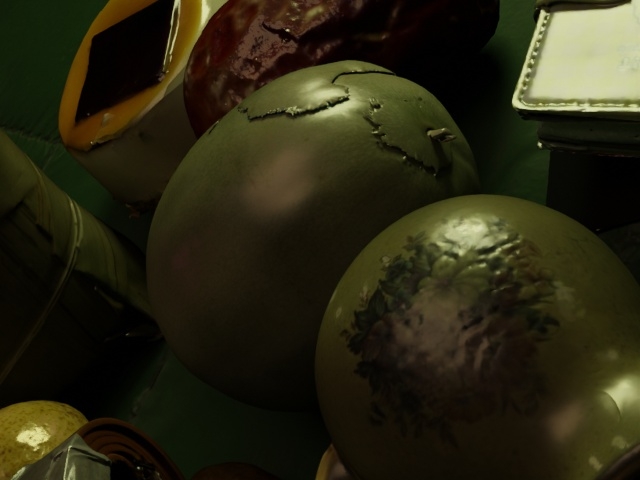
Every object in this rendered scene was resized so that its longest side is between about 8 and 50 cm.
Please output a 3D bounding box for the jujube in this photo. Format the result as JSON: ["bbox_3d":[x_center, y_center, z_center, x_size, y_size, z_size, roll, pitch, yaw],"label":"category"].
[{"bbox_3d":[0.016,-0.180,1.307,0.318,0.223,0.223,-33,40,15],"label":"jujube"}]

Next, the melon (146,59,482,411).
[{"bbox_3d":[0.000,0.000,1.128,0.330,0.268,0.268,-46,34,35],"label":"melon"}]

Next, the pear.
[{"bbox_3d":[-0.290,0.244,1.346,0.178,0.178,0.178,-28,43,30],"label":"pear"}]

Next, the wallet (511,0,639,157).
[{"bbox_3d":[0.293,-0.211,1.108,0.223,0.077,0.309,2,60,30],"label":"wallet"}]

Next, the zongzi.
[{"bbox_3d":[-0.417,0.089,1.383,0.447,0.418,0.181,-44,43,-8],"label":"zongzi"}]

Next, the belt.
[{"bbox_3d":[-0.178,0.280,1.169,0.105,0.184,0.261,-40,52,19],"label":"belt"}]

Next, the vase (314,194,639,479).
[{"bbox_3d":[0.124,0.145,0.905,0.329,0.241,0.302,-48,46,-9],"label":"vase"}]

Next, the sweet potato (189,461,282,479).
[{"bbox_3d":[-0.035,0.253,1.070,0.092,0.114,0.341,-59,13,-4],"label":"sweet potato"}]

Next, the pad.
[{"bbox_3d":[0.287,-0.144,1.157,0.202,0.005,0.299,-18,49,37],"label":"pad"}]

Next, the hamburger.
[{"bbox_3d":[-0.162,-0.170,1.528,0.276,0.179,0.294,-23,49,38],"label":"hamburger"}]
